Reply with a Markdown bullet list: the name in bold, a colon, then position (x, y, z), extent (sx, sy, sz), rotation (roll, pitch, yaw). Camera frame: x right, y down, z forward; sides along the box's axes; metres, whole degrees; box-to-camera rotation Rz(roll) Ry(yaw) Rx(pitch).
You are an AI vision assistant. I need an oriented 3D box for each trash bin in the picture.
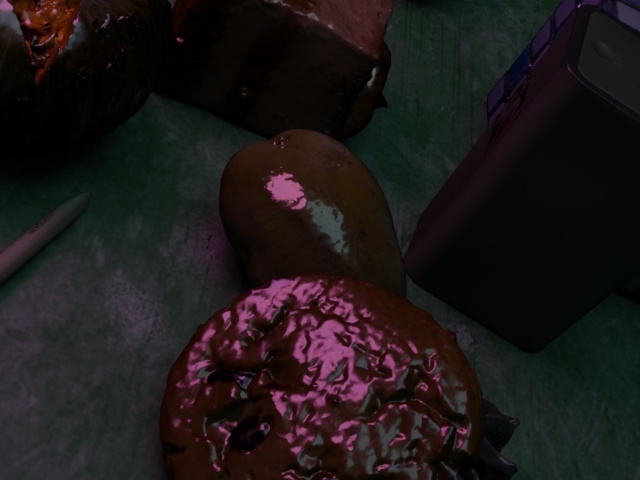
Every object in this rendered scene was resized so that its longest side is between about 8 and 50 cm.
- **trash bin**: position (0.265, -0.048, 1.270), extent (0.223, 0.343, 0.158), rotation (33, 40, -7)

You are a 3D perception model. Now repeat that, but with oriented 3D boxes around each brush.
- **brush**: position (-0.292, 0.031, 1.057), extent (0.042, 0.039, 0.299), rotation (41, 38, -1)

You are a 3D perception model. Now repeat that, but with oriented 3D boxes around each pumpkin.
- **pumpkin**: position (-0.309, -0.223, 1.150), extent (0.320, 0.192, 0.320), rotation (21, 43, -21)

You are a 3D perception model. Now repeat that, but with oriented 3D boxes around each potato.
- **potato**: position (0.000, 0.000, 1.190), extent (0.174, 0.159, 0.251), rotation (-22, 74, -18)

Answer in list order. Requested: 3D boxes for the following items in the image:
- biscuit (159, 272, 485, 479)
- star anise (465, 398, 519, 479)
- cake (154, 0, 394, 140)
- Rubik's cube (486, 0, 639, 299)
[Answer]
- **biscuit**: position (-0.005, 0.150, 1.009), extent (0.295, 0.075, 0.296), rotation (-6, 55, 9)
- **star anise**: position (0.090, 0.187, 1.124), extent (0.198, 0.111, 0.257), rotation (38, 32, 25)
- **cake**: position (-0.028, -0.239, 1.357), extent (0.293, 0.199, 0.196), rotation (24, 41, -16)
- **Rubik's cube**: position (0.402, -0.137, 1.483), extent (0.293, 0.287, 0.292), rotation (22, 45, -15)
